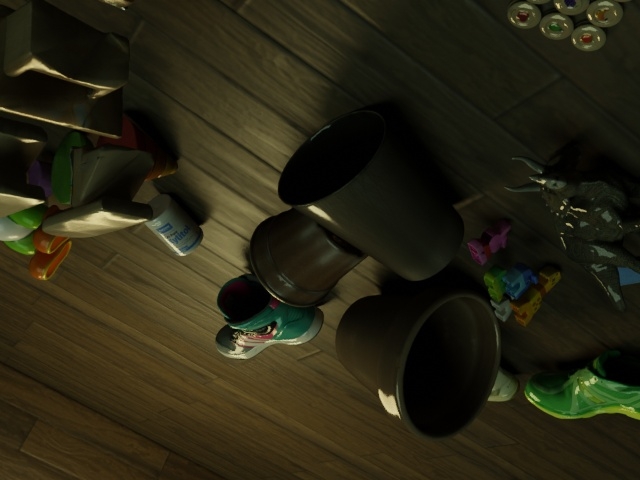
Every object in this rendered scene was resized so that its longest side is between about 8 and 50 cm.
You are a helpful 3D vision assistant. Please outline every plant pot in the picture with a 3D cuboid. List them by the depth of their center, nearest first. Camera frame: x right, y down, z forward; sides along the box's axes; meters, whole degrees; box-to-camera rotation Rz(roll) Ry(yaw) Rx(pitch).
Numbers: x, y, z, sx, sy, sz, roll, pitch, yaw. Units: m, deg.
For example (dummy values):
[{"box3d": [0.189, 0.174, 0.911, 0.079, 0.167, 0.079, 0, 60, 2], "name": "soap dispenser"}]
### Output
[{"box3d": [0.000, 0.000, 1.247, 0.167, 0.166, 0.165, 34, 138, -19], "name": "plant pot"}, {"box3d": [0.151, 0.190, 1.382, 0.229, 0.263, 0.263, 16, 154, 49], "name": "plant pot"}]

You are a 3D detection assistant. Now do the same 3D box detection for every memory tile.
[{"box3d": [0.266, -0.260, 0.801, 0.113, 0.012, 0.148, 21, 149, 2], "name": "memory tile"}]

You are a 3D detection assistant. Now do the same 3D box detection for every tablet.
[{"box3d": [0.461, 0.046, 1.154, 0.054, 0.006, 0.083, 39, 146, -26], "name": "tablet"}]

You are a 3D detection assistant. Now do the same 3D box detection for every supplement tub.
[{"box3d": [-0.274, -0.028, 1.450, 0.071, 0.071, 0.107, -3, 142, 36], "name": "supplement tub"}]

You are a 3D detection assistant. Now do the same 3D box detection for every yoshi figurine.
[{"box3d": [-0.658, -0.060, 1.464, 0.362, 0.203, 0.203, 33, -179, -1], "name": "yoshi figurine"}]

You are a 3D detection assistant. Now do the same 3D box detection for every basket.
[{"box3d": [0.086, -0.052, 1.112, 0.204, 0.154, 0.227, -13, 138, 46], "name": "basket"}]

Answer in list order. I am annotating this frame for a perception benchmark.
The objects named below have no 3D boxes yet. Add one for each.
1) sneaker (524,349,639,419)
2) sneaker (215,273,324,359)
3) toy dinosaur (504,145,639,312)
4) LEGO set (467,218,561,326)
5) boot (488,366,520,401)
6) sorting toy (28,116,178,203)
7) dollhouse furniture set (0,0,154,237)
[{"box3d": [0.496, 0.244, 1.371, 0.296, 0.109, 0.123, -9, 114, 44], "name": "sneaker"}, {"box3d": [-0.157, 0.158, 1.605, 0.296, 0.123, 0.178, -20, 134, 39], "name": "sneaker"}, {"box3d": [0.370, -0.024, 1.031, 0.160, 0.121, 0.313, 15, 155, 36], "name": "toy dinosaur"}, {"box3d": [0.312, 0.054, 1.202, 0.087, 0.093, 0.227, 40, 169, 38], "name": "LEGO set"}, {"box3d": [0.264, 0.257, 1.540, 0.213, 0.077, 0.165, -11, 136, 35], "name": "boot"}, {"box3d": [-0.379, -0.121, 1.376, 0.366, 0.126, 0.126, -7, 168, 44], "name": "sorting toy"}, {"box3d": [-0.405, -0.201, 0.844, 0.257, 0.361, 0.394, -11, 166, 40], "name": "dollhouse furniture set"}]
